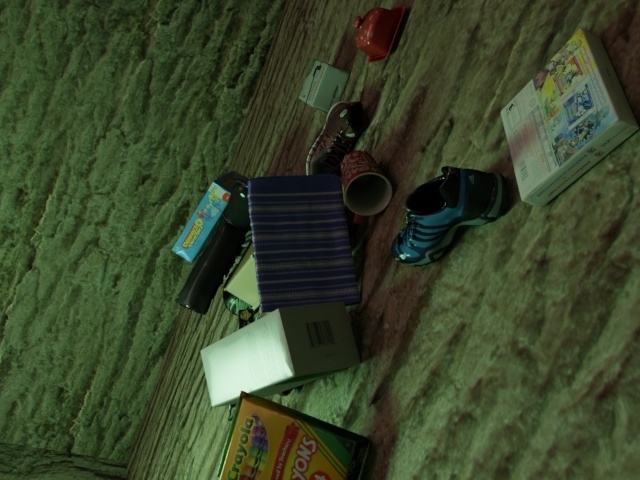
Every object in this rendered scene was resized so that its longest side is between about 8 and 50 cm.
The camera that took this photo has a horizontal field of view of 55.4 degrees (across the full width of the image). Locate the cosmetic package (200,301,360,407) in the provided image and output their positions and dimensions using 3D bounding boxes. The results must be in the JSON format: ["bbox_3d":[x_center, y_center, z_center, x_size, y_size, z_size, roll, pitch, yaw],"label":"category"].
[{"bbox_3d":[-0.105,0.270,1.428,0.365,0.197,0.155,-35,65,47],"label":"cosmetic package"}]

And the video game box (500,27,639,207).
[{"bbox_3d":[0.363,-0.184,0.919,0.187,0.048,0.205,127,152,-47],"label":"video game box"}]

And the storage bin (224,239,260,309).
[{"bbox_3d":[-0.167,0.044,1.949,0.262,0.123,0.260,-47,14,51],"label":"storage bin"}]

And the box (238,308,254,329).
[{"bbox_3d":[-0.219,0.350,1.890,0.175,0.051,0.220,-101,8,-51],"label":"box"}]

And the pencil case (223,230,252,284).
[{"bbox_3d":[-0.301,-0.011,2.349,0.410,0.184,0.160,-56,47,32],"label":"pencil case"}]

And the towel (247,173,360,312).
[{"bbox_3d":[-0.040,-0.002,1.447,0.040,0.243,0.335,127,138,-65],"label":"towel"}]

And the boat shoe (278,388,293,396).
[{"bbox_3d":[-0.070,0.264,1.631,0.104,0.111,0.307,-155,73,-66],"label":"boat shoe"}]

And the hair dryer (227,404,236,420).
[{"bbox_3d":[-0.283,0.439,2.074,0.223,0.080,0.293,-121,33,-61],"label":"hair dryer"}]

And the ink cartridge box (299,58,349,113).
[{"bbox_3d":[0.010,-0.527,2.082,0.153,0.087,0.208,-68,21,14],"label":"ink cartridge box"}]

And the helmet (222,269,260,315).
[{"bbox_3d":[-0.261,0.179,2.107,0.161,0.170,0.169,117,165,-72],"label":"helmet"}]

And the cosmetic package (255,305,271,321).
[{"bbox_3d":[-0.143,0.247,1.882,0.239,0.061,0.098,-170,96,-70],"label":"cosmetic package"}]

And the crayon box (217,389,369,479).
[{"bbox_3d":[-0.081,0.449,1.240,0.319,0.081,0.202,12,84,28],"label":"crayon box"}]

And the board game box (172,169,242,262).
[{"bbox_3d":[-0.399,-0.098,2.277,0.302,0.086,0.308,-56,3,14],"label":"board game box"}]

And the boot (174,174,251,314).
[{"bbox_3d":[-0.325,0.027,1.983,0.445,0.146,0.367,-58,2,-10],"label":"boot"}]

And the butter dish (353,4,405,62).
[{"bbox_3d":[0.149,-0.597,1.726,0.160,0.118,0.159,-143,70,-69],"label":"butter dish"}]

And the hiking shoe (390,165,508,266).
[{"bbox_3d":[0.199,-0.051,1.116,0.304,0.132,0.113,-46,33,52],"label":"hiking shoe"}]

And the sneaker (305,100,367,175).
[{"bbox_3d":[0.051,-0.278,1.747,0.162,0.106,0.281,10,82,67],"label":"sneaker"}]

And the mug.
[{"bbox_3d":[0.092,-0.136,1.498,0.150,0.113,0.169,-48,24,20],"label":"mug"}]
